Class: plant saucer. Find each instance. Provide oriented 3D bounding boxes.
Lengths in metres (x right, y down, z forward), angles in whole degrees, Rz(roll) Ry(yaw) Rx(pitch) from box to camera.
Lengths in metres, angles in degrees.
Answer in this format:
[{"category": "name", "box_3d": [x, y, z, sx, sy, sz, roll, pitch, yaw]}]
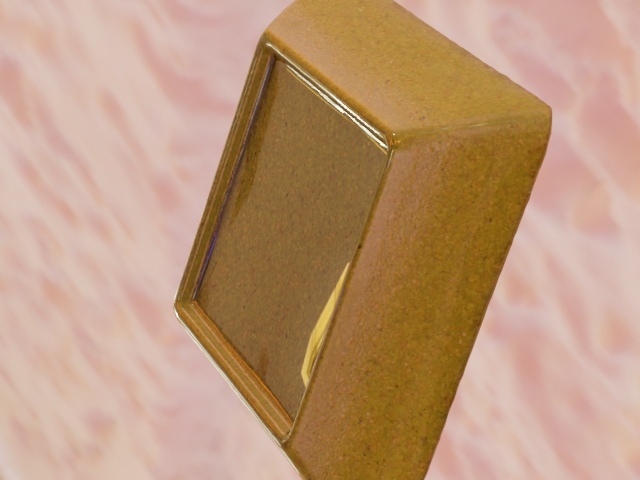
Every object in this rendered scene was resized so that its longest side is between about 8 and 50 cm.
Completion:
[{"category": "plant saucer", "box_3d": [0.000, 0.000, 0.764, 0.188, 0.045, 0.188, 44, 120, 56]}]
